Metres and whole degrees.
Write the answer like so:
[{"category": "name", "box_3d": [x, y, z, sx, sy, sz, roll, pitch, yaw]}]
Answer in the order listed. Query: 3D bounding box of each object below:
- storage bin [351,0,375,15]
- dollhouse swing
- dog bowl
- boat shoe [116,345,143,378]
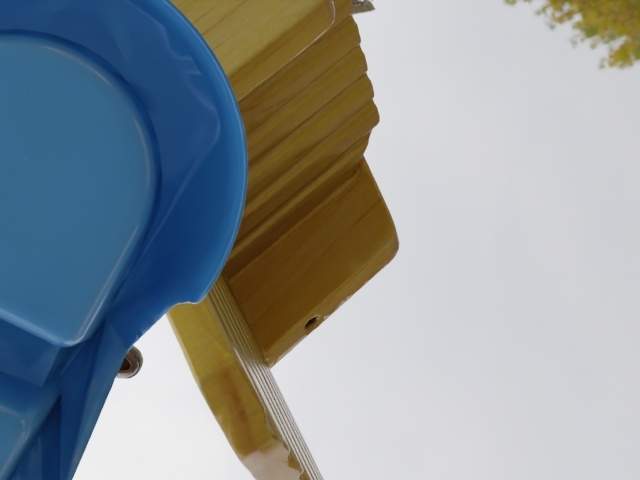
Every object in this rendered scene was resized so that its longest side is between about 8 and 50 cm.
[{"category": "storage bin", "box_3d": [-0.036, -0.371, 1.075, 0.262, 0.123, 0.260, 35, -161, 3]}, {"category": "dollhouse swing", "box_3d": [0.000, 0.000, 0.758, 0.315, 0.305, 0.347, -40, -33, -13]}, {"category": "dog bowl", "box_3d": [-0.149, 0.028, 0.387, 0.166, 0.074, 0.297, 29, -89, -14]}, {"category": "boat shoe", "box_3d": [-0.338, 0.146, 1.389, 0.178, 0.060, 0.064, 24, -95, -4]}]
